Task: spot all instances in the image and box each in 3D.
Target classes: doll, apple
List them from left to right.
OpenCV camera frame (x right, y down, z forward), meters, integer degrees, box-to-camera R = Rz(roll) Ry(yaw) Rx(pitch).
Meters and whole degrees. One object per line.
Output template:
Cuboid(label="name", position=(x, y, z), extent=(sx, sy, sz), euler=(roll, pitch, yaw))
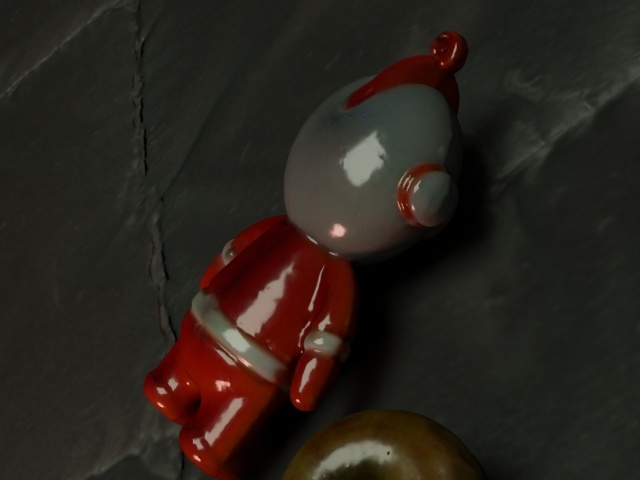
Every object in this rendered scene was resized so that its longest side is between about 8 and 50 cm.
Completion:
Cuboid(label="doll", position=(0.000, 0.000, 0.621), extent=(0.245, 0.076, 0.142), euler=(-54, 36, 1))
Cuboid(label="apple", position=(0.026, 0.111, 0.490), extent=(0.090, 0.074, 0.089), euler=(-26, 42, 26))
